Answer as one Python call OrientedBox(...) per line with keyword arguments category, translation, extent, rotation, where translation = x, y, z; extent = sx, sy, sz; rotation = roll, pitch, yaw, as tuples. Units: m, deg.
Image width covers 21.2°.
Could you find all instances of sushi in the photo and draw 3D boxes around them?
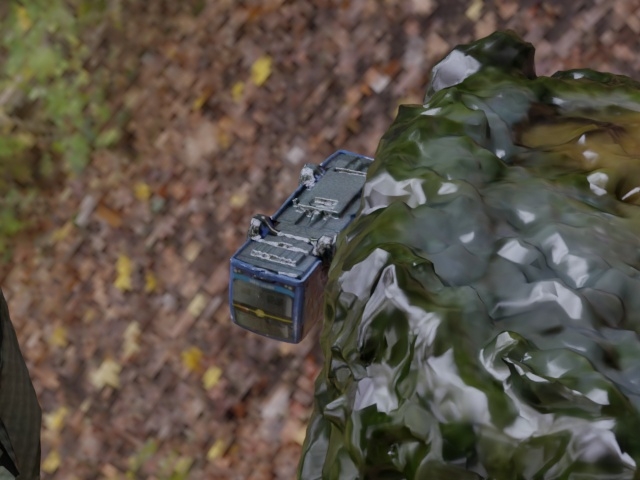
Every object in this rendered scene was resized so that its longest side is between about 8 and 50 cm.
OrientedBox(category="sushi", translation=(0.147, 0.062, 0.670), extent=(0.352, 0.294, 0.178), rotation=(-70, -12, -63))

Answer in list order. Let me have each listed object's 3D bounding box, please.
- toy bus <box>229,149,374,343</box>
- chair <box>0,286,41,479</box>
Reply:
OrientedBox(category="toy bus", translation=(0.000, 0.000, 0.938), extent=(0.051, 0.061, 0.153), rotation=(15, 33, 18))
OrientedBox(category="chair", translation=(-0.146, 0.040, 0.325), extent=(0.186, 0.160, 0.319), rotation=(-21, -2, -29))
